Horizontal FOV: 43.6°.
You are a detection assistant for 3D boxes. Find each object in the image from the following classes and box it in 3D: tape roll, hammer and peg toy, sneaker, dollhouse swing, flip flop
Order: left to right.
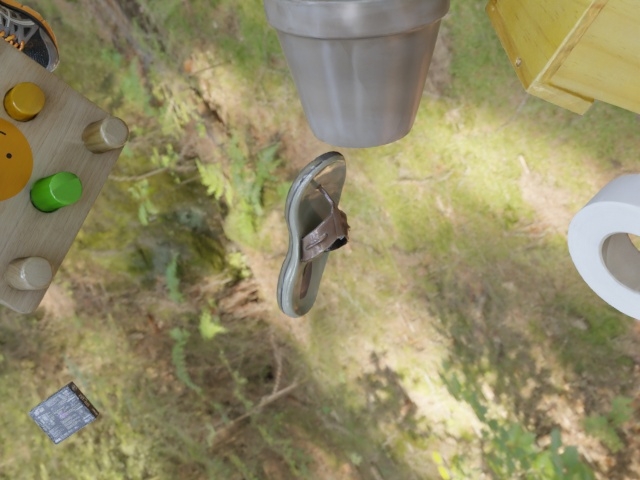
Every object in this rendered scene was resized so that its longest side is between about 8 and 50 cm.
[{"bbox_3d":[-0.383,-0.044,0.833,0.266,0.361,0.127,37,154,-31],"label":"hammer and peg toy"},{"bbox_3d":[-0.435,-0.280,1.036,0.215,0.084,0.083,37,-146,-41],"label":"sneaker"},{"bbox_3d":[0.000,0.000,1.165,0.080,0.112,0.277,28,119,31],"label":"flip flop"},{"bbox_3d":[0.515,-0.401,1.283,0.347,0.305,0.315,118,147,-47],"label":"dollhouse swing"},{"bbox_3d":[0.612,0.019,1.492,0.286,0.100,0.286,38,151,26],"label":"tape roll"}]

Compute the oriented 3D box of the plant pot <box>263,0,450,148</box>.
[{"bbox_3d":[0.066,-0.328,1.413,0.323,0.323,0.280,42,144,49],"label":"plant pot"}]

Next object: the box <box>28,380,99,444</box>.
[{"bbox_3d":[-0.390,0.263,1.215,0.067,0.083,0.018,53,-167,-11],"label":"box"}]
